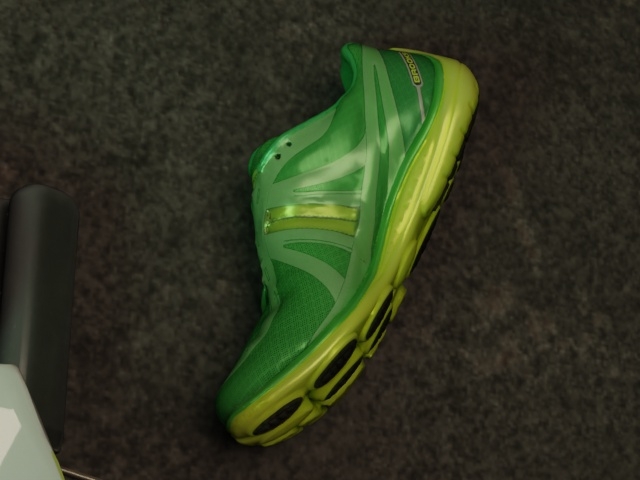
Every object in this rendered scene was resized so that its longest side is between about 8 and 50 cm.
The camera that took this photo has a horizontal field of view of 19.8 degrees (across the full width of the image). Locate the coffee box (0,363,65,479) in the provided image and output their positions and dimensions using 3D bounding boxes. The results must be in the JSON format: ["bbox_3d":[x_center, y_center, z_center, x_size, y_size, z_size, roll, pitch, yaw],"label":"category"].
[{"bbox_3d":[-0.262,0.291,0.808,0.337,0.338,0.334,-19,82,-27],"label":"coffee box"}]

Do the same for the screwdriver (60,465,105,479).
[{"bbox_3d":[-0.088,0.159,1.116,0.170,0.024,0.025,23,36,-9],"label":"screwdriver"}]

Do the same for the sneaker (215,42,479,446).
[{"bbox_3d":[0.000,0.000,1.172,0.123,0.109,0.295,23,65,9],"label":"sneaker"}]

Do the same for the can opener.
[{"bbox_3d":[-0.170,0.108,1.071,0.093,0.074,0.280,15,66,-45],"label":"can opener"}]
